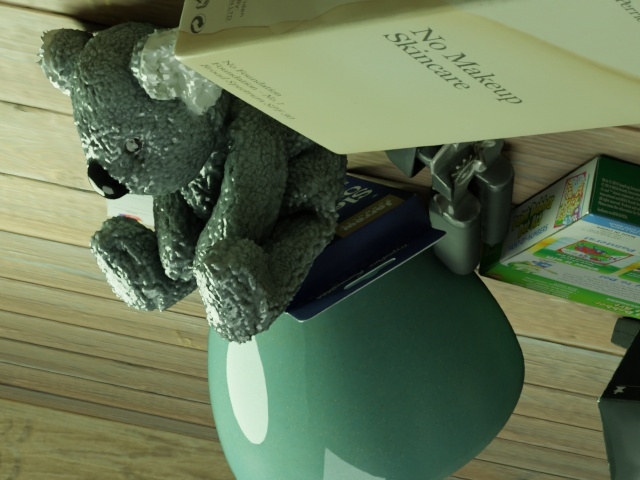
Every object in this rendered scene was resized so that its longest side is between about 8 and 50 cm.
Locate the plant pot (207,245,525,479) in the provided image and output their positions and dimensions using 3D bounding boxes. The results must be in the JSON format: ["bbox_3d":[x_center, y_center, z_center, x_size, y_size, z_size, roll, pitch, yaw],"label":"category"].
[{"bbox_3d":[0.016,0.073,1.468,0.290,0.290,0.195,1,128,34],"label":"plant pot"}]

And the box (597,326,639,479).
[{"bbox_3d":[0.366,0.120,1.241,0.261,0.184,0.103,3,118,29],"label":"box"}]

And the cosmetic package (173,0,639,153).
[{"bbox_3d":[0.086,-0.136,0.907,0.309,0.113,0.160,-2,159,44],"label":"cosmetic package"}]

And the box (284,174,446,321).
[{"bbox_3d":[0.000,0.000,1.310,0.036,0.136,0.225,63,166,-17],"label":"box"}]

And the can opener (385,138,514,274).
[{"bbox_3d":[0.101,-0.056,1.293,0.095,0.076,0.283,42,171,14],"label":"can opener"}]

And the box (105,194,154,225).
[{"bbox_3d":[-0.125,-0.047,1.499,0.145,0.038,0.186,12,163,-1],"label":"box"}]

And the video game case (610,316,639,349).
[{"bbox_3d":[0.456,0.140,1.609,0.248,0.035,0.275,17,-179,-20],"label":"video game case"}]

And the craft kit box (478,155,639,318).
[{"bbox_3d":[0.293,0.014,1.388,0.250,0.061,0.246,15,161,-12],"label":"craft kit box"}]

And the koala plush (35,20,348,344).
[{"bbox_3d":[-0.102,-0.075,1.205,0.196,0.203,0.221,11,148,52],"label":"koala plush"}]
